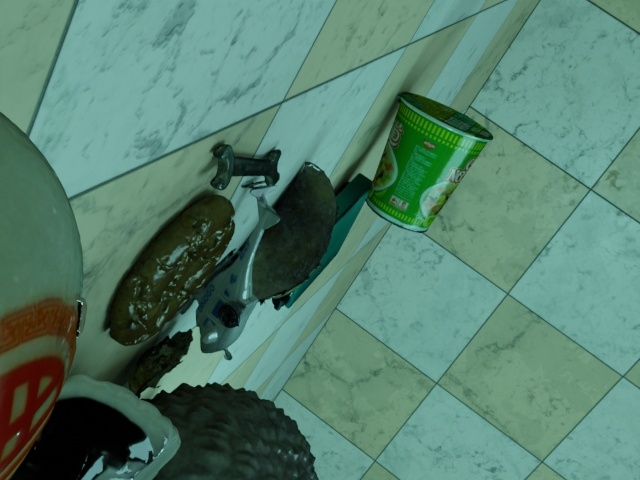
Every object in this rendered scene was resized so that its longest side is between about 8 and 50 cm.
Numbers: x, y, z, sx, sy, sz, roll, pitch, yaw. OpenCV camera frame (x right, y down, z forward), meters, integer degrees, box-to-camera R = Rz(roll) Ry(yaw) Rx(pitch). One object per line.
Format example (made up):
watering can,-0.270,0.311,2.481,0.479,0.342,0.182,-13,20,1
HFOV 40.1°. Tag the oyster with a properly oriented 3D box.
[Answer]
oyster,-0.237,0.180,1.276,0.103,0.051,0.148,-50,-177,15

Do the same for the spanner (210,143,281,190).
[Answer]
spanner,-0.087,-0.090,1.082,0.254,0.015,0.054,-18,117,-77

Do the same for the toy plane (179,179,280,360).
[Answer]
toy plane,-0.111,0.050,1.251,0.273,0.107,0.182,-54,162,10

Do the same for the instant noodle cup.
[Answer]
instant noodle cup,0.201,-0.151,1.762,0.232,0.207,0.207,-64,168,21

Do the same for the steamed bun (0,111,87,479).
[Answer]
steamed bun,-0.223,0.060,0.410,0.283,0.177,0.283,-52,171,-12

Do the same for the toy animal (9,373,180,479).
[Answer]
toy animal,-0.276,0.247,0.988,0.208,0.156,0.204,-43,171,-16

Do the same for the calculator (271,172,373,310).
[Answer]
calculator,0.000,0.000,1.849,0.248,0.058,0.274,-48,170,-40

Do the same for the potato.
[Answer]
potato,-0.054,0.014,1.422,0.261,0.120,0.100,-52,178,-7

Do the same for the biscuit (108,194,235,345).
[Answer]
biscuit,-0.177,0.040,1.073,0.226,0.042,0.226,-51,172,-10

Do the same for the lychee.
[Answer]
lychee,-0.185,0.381,1.240,0.380,0.432,0.380,0,90,-75
